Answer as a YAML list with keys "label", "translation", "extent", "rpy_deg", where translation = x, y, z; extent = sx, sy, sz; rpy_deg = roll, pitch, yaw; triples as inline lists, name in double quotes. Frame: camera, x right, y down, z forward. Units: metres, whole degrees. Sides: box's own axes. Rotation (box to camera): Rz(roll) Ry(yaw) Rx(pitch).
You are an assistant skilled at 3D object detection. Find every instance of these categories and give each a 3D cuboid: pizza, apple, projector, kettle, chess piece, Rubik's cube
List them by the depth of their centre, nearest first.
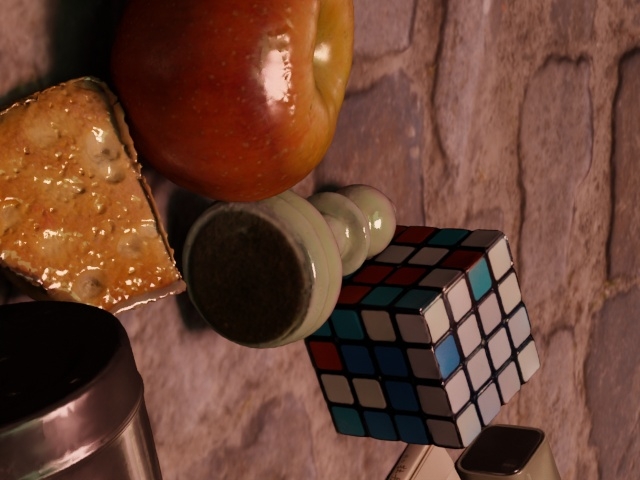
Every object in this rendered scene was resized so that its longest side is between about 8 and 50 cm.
- label: "kettle"
  translation: [-0.242, 0.247, 1.119]
  extent: [0.320, 0.228, 0.324]
  rpy_deg: [-20, 111, -20]
- label: "pizza"
  translation: [-0.216, -0.011, 1.231]
  extent: [0.204, 0.080, 0.188]
  rpy_deg: [-24, 87, -37]
- label: "apple"
  translation: [-0.071, -0.149, 1.315]
  extent: [0.235, 0.173, 0.210]
  rpy_deg: [-65, 152, -45]
- label: "chess piece"
  translation: [0.000, 0.000, 1.465]
  extent: [0.271, 0.139, 0.139]
  rpy_deg: [-25, 110, -60]
- label: "Rubik's cube"
  translation: [0.095, 0.088, 1.544]
  extent: [0.155, 0.151, 0.154]
  rpy_deg: [-42, 123, -42]
- label: "projector"
  translation: [0.202, 0.252, 1.729]
  extent: [0.083, 0.083, 0.082]
  rpy_deg: [-45, 125, -40]

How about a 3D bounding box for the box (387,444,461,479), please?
- label: "box"
  translation: [0.121, 0.302, 1.676]
  extent: [0.109, 0.029, 0.198]
  rpy_deg: [-54, 130, -35]
